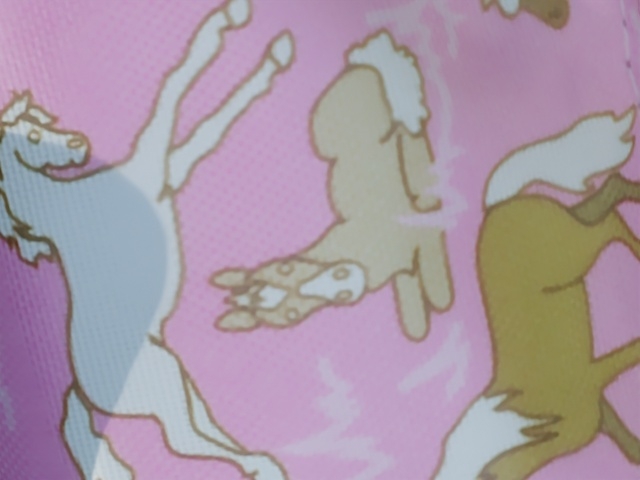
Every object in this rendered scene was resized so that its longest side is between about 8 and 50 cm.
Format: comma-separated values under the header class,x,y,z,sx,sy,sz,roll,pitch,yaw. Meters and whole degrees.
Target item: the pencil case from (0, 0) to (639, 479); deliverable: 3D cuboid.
class,x,y,z,sx,sy,sz,roll,pitch,yaw
pencil case,0.000,0.000,0.391,0.160,0.167,0.386,2,110,55
